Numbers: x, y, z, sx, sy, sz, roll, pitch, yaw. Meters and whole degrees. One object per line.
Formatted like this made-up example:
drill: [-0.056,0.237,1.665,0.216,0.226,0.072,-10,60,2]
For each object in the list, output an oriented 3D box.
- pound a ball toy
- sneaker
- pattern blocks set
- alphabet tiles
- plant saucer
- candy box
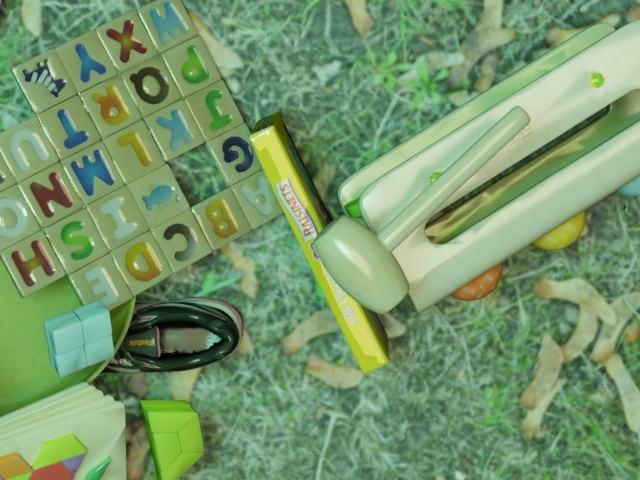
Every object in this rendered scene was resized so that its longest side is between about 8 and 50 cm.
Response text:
pound a ball toy: [0.148,-0.037,1.499,0.319,0.208,0.135,-33,98,-4]
sneaker: [-0.148,0.074,1.536,0.178,0.077,0.072,-8,95,-6]
pattern blocks set: [-0.216,0.201,1.470,0.285,0.026,0.325,-29,134,-15]
alphabet tiles: [-0.160,-0.060,1.501,0.237,0.009,0.198,-30,96,-29]
plant saucer: [-0.263,0.032,1.492,0.241,0.037,0.241,6,64,-12]
candy box: [0.000,0.000,1.533,0.027,0.105,0.206,-25,98,7]
